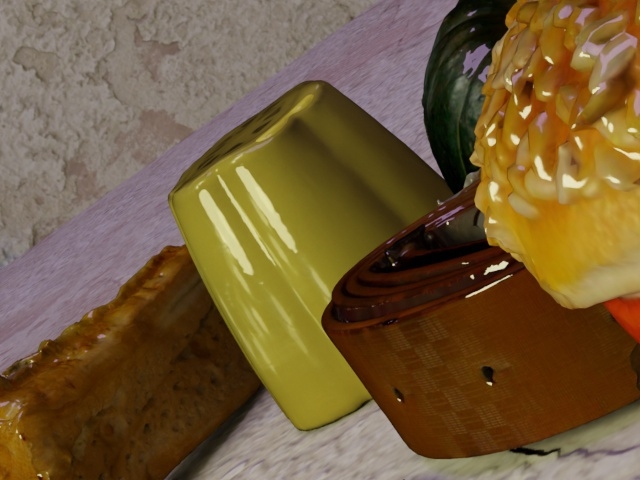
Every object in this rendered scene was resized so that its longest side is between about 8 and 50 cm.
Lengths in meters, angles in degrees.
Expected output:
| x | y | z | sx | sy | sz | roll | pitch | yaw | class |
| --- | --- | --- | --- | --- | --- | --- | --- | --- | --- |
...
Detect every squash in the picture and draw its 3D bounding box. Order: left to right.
| x | y | z | sx | sy | sz | roll | pitch | yaw | class |
| --- | --- | --- | --- | --- | --- | --- | --- | --- | --- |
| 0.165 | -0.097 | 1.145 | 0.218 | 0.172 | 0.218 | -38 | 11 | 9 | squash |

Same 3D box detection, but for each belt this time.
| x | y | z | sx | sy | sz | roll | pitch | yaw | class |
| --- | --- | --- | --- | --- | --- | --- | --- | --- | --- |
| 0.113 | 0.023 | 0.985 | 0.184 | 0.105 | 0.261 | -40 | 10 | -25 | belt |

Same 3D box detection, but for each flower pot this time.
| x | y | z | sx | sy | sz | roll | pitch | yaw | class |
| --- | --- | --- | --- | --- | --- | --- | --- | --- | --- |
| 0.000 | 0.000 | 1.256 | 0.195 | 0.179 | 0.195 | -38 | 10 | 8 | flower pot |

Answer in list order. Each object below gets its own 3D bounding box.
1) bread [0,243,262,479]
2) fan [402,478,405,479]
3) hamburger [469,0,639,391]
| x | y | z | sx | sy | sz | roll | pitch | yaw | class |
| --- | --- | --- | --- | --- | --- | --- | --- | --- | --- |
| -0.138 | 0.102 | 1.328 | 0.077 | 0.139 | 0.271 | -11 | 21 | 36 | bread |
| -0.018 | 0.193 | 0.920 | 0.229 | 0.011 | 0.335 | -42 | 11 | -25 | fan |
| 0.212 | -0.054 | 0.577 | 0.330 | 0.250 | 0.330 | -35 | 10 | 7 | hamburger |
